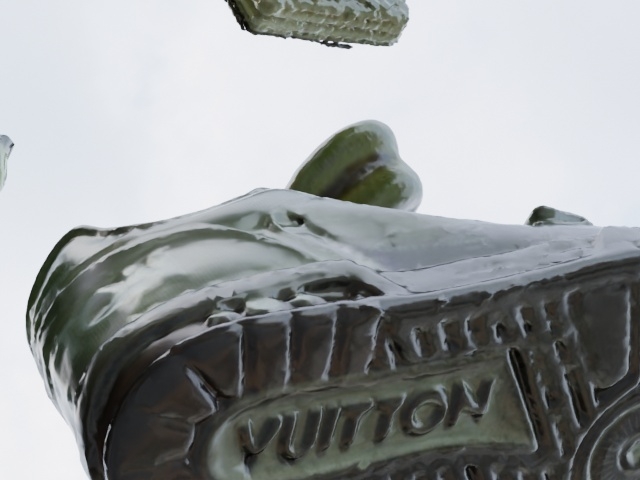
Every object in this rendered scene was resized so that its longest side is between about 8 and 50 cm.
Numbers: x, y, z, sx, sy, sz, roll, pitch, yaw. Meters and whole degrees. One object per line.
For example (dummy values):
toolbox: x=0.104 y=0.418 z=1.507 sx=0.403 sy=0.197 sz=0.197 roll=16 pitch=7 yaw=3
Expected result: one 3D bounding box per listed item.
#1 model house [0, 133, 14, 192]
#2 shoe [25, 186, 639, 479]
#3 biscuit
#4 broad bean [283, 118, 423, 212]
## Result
model house: x=-0.225 y=0.047 z=0.541 sx=0.195 sy=0.189 sz=0.214 roll=13 pitch=-14 yaw=-34
shoe: x=0.032 y=0.027 z=0.576 sx=0.293 sy=0.149 sz=0.109 roll=-3 pitch=-66 yaw=-33
biscuit: x=-0.031 y=-0.200 z=1.002 sx=0.121 sy=0.199 sz=0.040 roll=2 pitch=-43 yaw=-40
broad bean: x=-0.002 y=-0.002 z=1.169 sx=0.072 sy=0.153 sz=0.206 roll=53 pitch=-36 yaw=12
